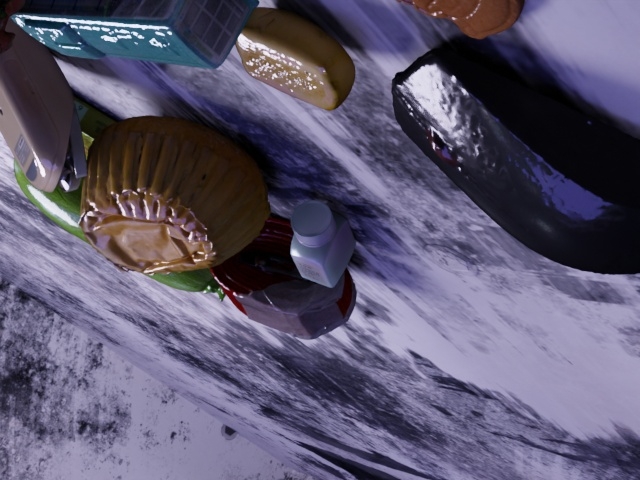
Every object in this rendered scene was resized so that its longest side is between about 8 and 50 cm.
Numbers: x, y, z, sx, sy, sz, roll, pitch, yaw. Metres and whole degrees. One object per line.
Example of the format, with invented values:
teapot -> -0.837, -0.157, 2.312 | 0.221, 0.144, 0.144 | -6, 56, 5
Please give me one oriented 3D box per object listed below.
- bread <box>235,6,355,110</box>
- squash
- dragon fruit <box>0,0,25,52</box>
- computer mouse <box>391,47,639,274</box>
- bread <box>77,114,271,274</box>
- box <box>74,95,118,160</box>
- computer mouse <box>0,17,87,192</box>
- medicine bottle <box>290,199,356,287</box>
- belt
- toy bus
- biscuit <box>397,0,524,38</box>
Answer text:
bread -> -0.019, -0.166, 0.915 | 0.115, 0.056, 0.082 | 26, 158, 23
squash -> -0.307, -0.024, 1.616 | 0.395, 0.107, 0.107 | 33, 161, -11
dragon fruit -> -0.327, -0.209, 0.898 | 0.137, 0.135, 0.236 | 18, 150, -31
computer mouse -> 0.180, -0.051, 0.890 | 0.295, 0.087, 0.168 | 29, 165, 3
bread -> -0.181, -0.053, 1.273 | 0.240, 0.139, 0.240 | 12, 144, 9
box -> -0.312, -0.130, 1.437 | 0.311, 0.043, 0.173 | 31, 161, -10
computer mouse -> -0.345, -0.169, 1.230 | 0.236, 0.082, 0.145 | 60, 154, 1
medicine bottle -> 0.000, 0.000, 1.294 | 0.055, 0.074, 0.118 | 21, 160, 21
belt -> -0.048, 0.054, 1.421 | 0.201, 0.128, 0.124 | 20, 160, 19
toy bus -> -0.177, -0.218, 0.927 | 0.262, 0.109, 0.091 | 13, 162, 40
biscuit -> 0.086, -0.192, 0.754 | 0.131, 0.019, 0.102 | 30, 160, -4
